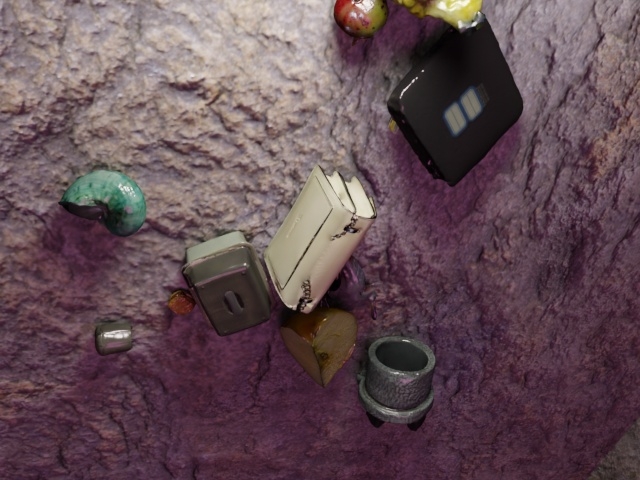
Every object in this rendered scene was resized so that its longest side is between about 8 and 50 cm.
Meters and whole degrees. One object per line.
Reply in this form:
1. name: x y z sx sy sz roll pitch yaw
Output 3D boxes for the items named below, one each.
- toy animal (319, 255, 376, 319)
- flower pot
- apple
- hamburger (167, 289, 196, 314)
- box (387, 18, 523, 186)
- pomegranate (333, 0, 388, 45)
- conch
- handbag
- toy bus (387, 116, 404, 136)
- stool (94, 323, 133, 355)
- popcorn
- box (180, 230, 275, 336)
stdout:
1. toy animal: 0.093 0.133 2.098 0.324 0.090 0.195 21 78 -52
2. flower pot: 0.263 0.511 2.378 0.299 0.299 0.283 -5 117 -15
3. apple: -0.003 0.335 2.189 0.254 0.179 0.346 -4 140 9
4. hamburger: -0.419 0.187 2.011 0.076 0.044 0.083 -33 129 11
5. box: 0.364 -0.362 1.745 0.350 0.091 0.359 -48 130 -7
6. pomegranate: 0.090 -0.534 1.559 0.129 0.159 0.129 0 88 -15
7. conch: -0.529 -0.094 1.690 0.196 0.134 0.202 3 149 33
8. handbag: 0.000 0.000 1.874 0.160 0.237 0.358 17 121 -27
9. toy bus: 0.270 -0.305 1.826 0.172 0.072 0.057 10 120 -27
10. stool: -0.623 0.297 2.000 0.110 0.096 0.096 -5 130 -23
11. popcorn: 0.240 -0.632 1.436 0.293 0.237 0.293 -7 129 -8
12. box: -0.265 0.132 1.937 0.220 0.166 0.290 -20 131 -2
